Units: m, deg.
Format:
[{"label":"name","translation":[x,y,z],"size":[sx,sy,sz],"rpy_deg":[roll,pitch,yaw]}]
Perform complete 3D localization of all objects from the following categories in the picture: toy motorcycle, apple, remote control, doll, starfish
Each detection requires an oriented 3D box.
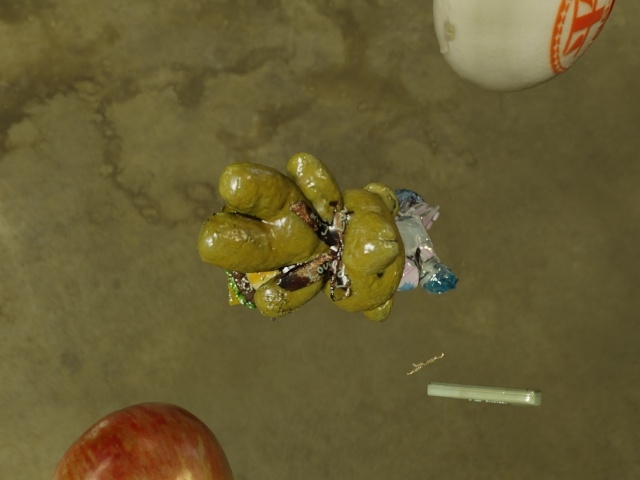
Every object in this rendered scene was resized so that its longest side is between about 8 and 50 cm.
[{"label":"toy motorcycle","translation":[0.168,0.020,1.424],"size":[0.204,0.108,0.239],"rpy_deg":[32,68,13]},{"label":"apple","translation":[-0.134,0.201,0.605],"size":[0.146,0.146,0.131],"rpy_deg":[-37,48,-17]},{"label":"remote control","translation":[0.348,0.325,1.679],"size":[0.234,0.098,0.038],"rpy_deg":[1,78,26]},{"label":"doll","translation":[0.000,0.000,0.643],"size":[0.097,0.210,0.137],"rpy_deg":[7,88,45]},{"label":"starfish","translation":[0.231,0.271,1.745],"size":[0.092,0.086,0.016],"rpy_deg":[-32,71,3]}]

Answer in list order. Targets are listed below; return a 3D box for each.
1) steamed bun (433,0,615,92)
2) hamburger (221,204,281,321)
[{"label":"steamed bun","translation":[0.230,-0.263,0.824],"size":[0.145,0.231,0.232],"rpy_deg":[25,65,32]},{"label":"hamburger","translation":[-0.057,0.005,1.040],"size":[0.093,0.189,0.164],"rpy_deg":[10,37,40]}]
